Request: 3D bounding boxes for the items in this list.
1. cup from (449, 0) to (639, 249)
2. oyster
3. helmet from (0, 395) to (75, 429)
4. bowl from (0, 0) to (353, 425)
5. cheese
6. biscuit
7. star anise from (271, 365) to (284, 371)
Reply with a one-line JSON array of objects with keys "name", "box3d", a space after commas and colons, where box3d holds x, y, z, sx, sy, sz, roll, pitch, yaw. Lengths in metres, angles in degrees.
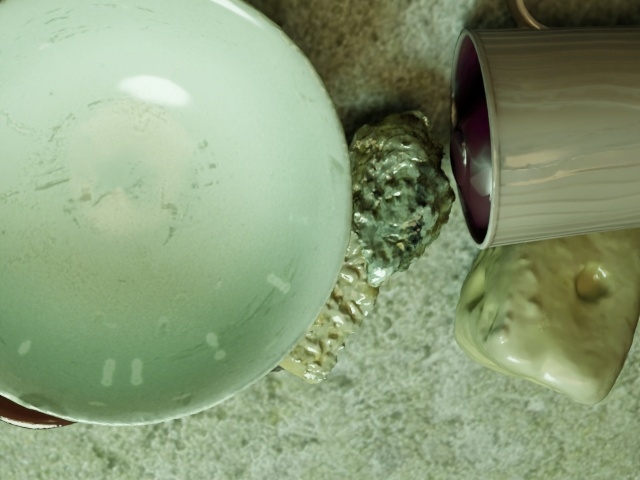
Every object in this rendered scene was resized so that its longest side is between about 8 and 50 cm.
[{"name": "cup", "box3d": [0.272, -0.143, 1.234, 0.273, 0.288, 0.208, -4, 156, -4]}, {"name": "oyster", "box3d": [0.084, -0.046, 1.245, 0.125, 0.064, 0.177, -10, 90, -9]}, {"name": "helmet", "box3d": [-0.339, 0.139, 1.371, 0.175, 0.106, 0.155, 6, 145, -16]}, {"name": "bowl", "box3d": [-0.197, -0.046, 1.196, 0.435, 0.196, 0.435, -1, 95, -10]}, {"name": "cheese", "box3d": [0.261, 0.051, 1.362, 0.173, 0.251, 0.248, 27, 79, -5]}, {"name": "biscuit", "box3d": [0.000, 0.000, 1.306, 0.179, 0.084, 0.281, 34, 89, -12]}, {"name": "star anise", "box3d": [-0.117, 0.120, 1.388, 0.212, 0.073, 0.197, -25, 139, 12]}]
